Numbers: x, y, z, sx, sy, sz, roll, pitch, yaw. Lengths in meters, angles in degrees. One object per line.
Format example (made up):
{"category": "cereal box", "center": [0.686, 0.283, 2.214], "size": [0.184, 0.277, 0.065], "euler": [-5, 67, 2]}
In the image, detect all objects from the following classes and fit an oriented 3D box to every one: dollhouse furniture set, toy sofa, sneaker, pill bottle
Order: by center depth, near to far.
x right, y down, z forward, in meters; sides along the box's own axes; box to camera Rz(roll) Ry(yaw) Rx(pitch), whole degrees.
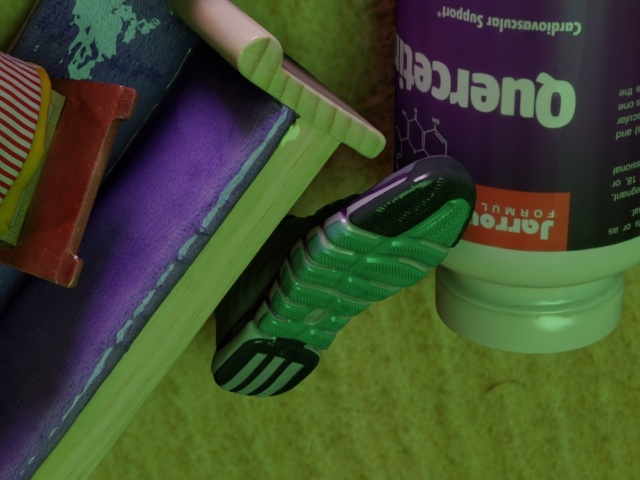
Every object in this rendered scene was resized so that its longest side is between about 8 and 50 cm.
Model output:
{"category": "dollhouse furniture set", "center": [-0.255, 0.053, 0.896], "size": [0.201, 0.152, 0.374], "euler": [27, 78, -59]}
{"category": "toy sofa", "center": [-0.149, 0.013, 1.033], "size": [0.177, 0.150, 0.362], "euler": [33, 98, -35]}
{"category": "sneaker", "center": [0.000, 0.000, 1.084], "size": [0.083, 0.098, 0.224], "euler": [21, 129, -38]}
{"category": "pill bottle", "center": [0.136, -0.099, 1.092], "size": [0.181, 0.181, 0.323], "euler": [-11, 118, -20]}
